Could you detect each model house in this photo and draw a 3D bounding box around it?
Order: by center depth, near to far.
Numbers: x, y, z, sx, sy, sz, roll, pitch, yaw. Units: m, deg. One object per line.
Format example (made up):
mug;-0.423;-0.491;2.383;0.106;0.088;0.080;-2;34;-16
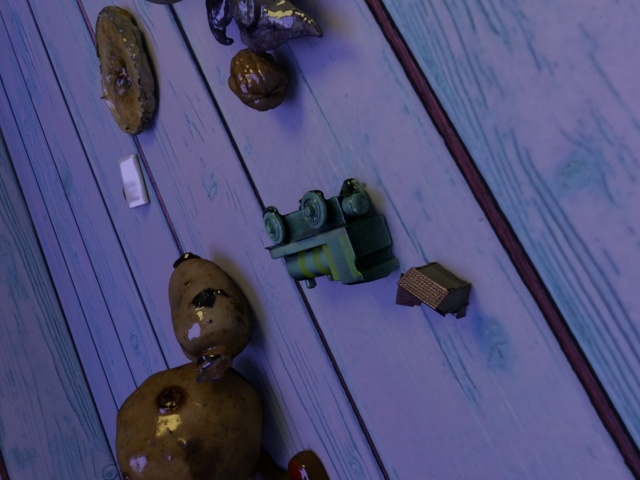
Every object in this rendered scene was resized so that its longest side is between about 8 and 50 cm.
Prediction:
model house;0.114;0.057;0.633;0.083;0.058;0.057;36;131;42

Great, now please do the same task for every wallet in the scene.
wallet;-0.447;-0.141;1.373;0.061;0.025;0.122;-15;89;29

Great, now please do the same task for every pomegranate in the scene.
pomegranate;-0.235;0.362;1.069;0.281;0.281;0.281;27;124;48

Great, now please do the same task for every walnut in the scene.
walnut;-0.085;-0.221;0.789;0.096;0.082;0.079;-123;14;-45

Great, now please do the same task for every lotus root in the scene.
lotus root;-0.202;0.130;1.048;0.154;0.140;0.257;101;150;-54

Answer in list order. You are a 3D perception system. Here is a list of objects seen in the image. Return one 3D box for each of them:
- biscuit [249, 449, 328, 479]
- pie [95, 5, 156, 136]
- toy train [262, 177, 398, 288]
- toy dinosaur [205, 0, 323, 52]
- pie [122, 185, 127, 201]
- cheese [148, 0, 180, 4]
biscuit;-0.021;0.509;1.006;0.432;0.064;0.283;-14;91;56
pie;-0.423;-0.362;1.234;0.274;0.055;0.274;27;125;48
toy train;0.001;0.000;0.754;0.200;0.083;0.132;-17;92;57
toy dinosaur;-0.080;-0.325;0.733;0.294;0.077;0.162;-136;48;-57
pie;-0.467;-0.128;1.421;0.084;0.021;0.084;11;104;48
cheese;-0.186;-0.443;0.741;0.266;0.127;0.233;-50;36;30
